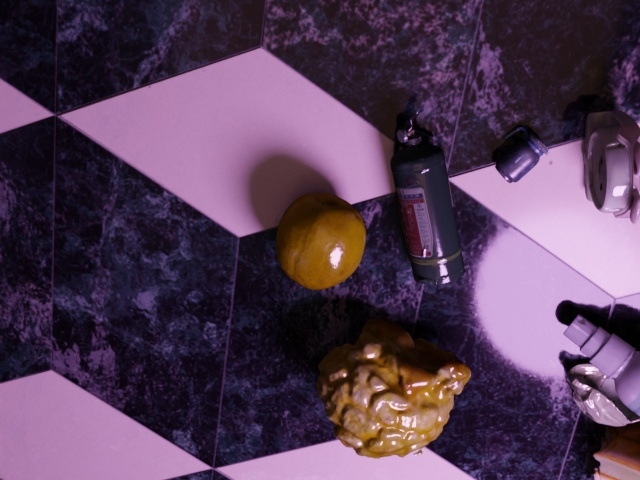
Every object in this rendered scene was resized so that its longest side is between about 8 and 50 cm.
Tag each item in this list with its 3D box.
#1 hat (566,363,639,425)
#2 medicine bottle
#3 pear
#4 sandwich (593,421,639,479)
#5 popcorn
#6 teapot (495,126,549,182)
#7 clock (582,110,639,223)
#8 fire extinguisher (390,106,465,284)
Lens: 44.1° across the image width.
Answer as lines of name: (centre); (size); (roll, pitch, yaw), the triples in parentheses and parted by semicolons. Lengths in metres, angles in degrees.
hat: (0.528, 0.269, 1.413); (0.166, 0.081, 0.122); (-16, 70, -5)
medicine bottle: (0.566, 0.251, 1.326); (0.351, 0.110, 0.110); (38, 112, 17)
pear: (0.000, 0.000, 1.306); (0.148, 0.149, 0.162); (16, 122, -2)
sandwich: (0.611, 0.410, 1.437); (0.198, 0.227, 0.155); (16, 119, 37)
popcorn: (0.129, 0.253, 1.368); (0.251, 0.206, 0.237); (-32, 91, 4)
teapot: (0.322, -0.138, 1.281); (0.083, 0.064, 0.049); (-43, 134, 15)
clock: (0.449, -0.109, 1.198); (0.062, 0.191, 0.152); (-3, 110, 6)
fire extinguisher: (0.166, -0.076, 1.289); (0.093, 0.118, 0.295); (-23, 112, -24)
